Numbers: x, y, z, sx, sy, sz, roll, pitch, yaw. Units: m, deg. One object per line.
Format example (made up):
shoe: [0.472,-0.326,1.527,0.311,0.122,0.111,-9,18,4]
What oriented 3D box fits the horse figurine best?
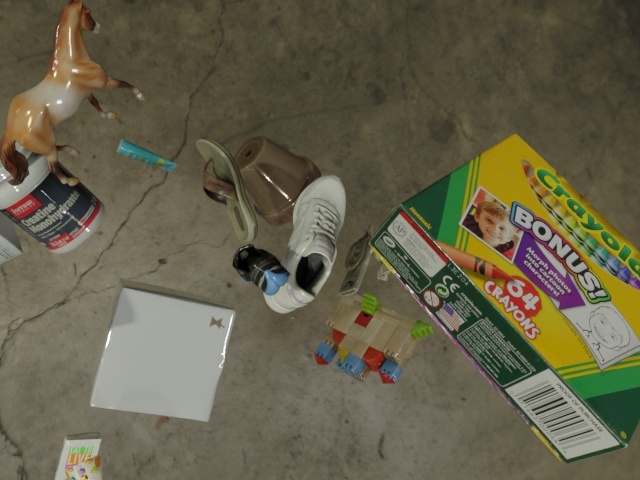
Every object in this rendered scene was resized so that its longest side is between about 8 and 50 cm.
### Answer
horse figurine: [-0.364,-0.185,0.737,0.066,0.174,0.263,34,81,20]

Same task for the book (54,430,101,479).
book: [-0.696,0.621,1.492,0.096,0.035,0.144,9,107,-35]

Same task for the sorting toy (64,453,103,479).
sorting toy: [-0.542,0.550,1.203,0.083,0.045,0.075,-23,80,-15]

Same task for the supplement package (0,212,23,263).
supplement package: [-1.095,-0.016,1.635,0.203,0.149,0.194,-28,66,-11]

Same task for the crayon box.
crayon box: [0.299,0.048,0.718,0.313,0.106,0.363,-32,75,-37]

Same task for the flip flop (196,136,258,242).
flip flop: [-0.237,-0.118,1.256,0.080,0.112,0.276,-25,99,-30]

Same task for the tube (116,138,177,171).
tube: [-0.639,-0.307,1.919,0.207,0.080,0.052,22,70,-29]

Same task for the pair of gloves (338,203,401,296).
pair of gloves: [0.143,0.028,1.287,0.042,0.240,0.204,30,52,-22]

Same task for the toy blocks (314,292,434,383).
toy blocks: [0.144,0.336,1.702,0.260,0.382,0.190,-54,140,-20]

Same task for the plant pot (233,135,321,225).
plant pot: [-0.164,-0.213,1.701,0.229,0.263,0.263,41,69,-38]

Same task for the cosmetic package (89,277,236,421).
cosmetic package: [-0.488,0.314,1.584,0.328,0.394,0.329,16,83,-22]

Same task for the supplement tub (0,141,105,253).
supplement tub: [-0.726,-0.113,1.364,0.191,0.191,0.272,-53,131,-20]

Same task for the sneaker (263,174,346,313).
sneaker: [0.000,0.000,1.014,0.114,0.152,0.305,29,66,-22]

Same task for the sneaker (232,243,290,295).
sneaker: [-0.107,0.034,0.857,0.067,0.188,0.078,-44,110,-10]
